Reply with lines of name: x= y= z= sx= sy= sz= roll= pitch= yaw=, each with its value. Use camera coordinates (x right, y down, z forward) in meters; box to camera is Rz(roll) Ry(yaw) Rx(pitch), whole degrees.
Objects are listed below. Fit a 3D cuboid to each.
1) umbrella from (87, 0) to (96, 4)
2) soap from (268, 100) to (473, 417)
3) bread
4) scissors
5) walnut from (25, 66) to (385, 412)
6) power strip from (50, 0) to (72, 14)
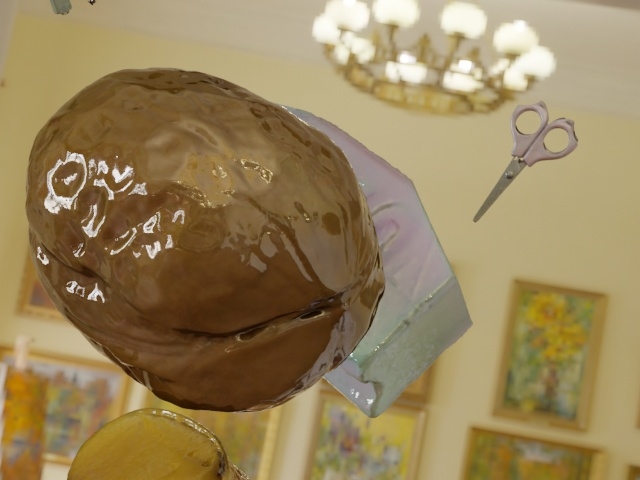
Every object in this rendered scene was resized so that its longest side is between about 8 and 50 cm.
umbrella: x=-0.314 y=-0.375 z=2.004 sx=0.020 sy=0.083 sz=0.031 roll=17 pitch=18 yaw=-37
soap: x=0.000 y=0.000 z=1.886 sx=0.446 sy=0.261 sz=0.156 roll=39 pitch=-17 yaw=32
bread: x=-0.176 y=0.304 z=1.593 sx=0.269 sy=0.195 sz=0.143 roll=31 pitch=-28 yaw=52
scissors: x=0.265 y=-0.100 z=1.894 sx=0.100 sy=0.189 sz=0.015 roll=37 pitch=0 yaw=18
walnut: x=-0.126 y=-0.005 z=1.460 sx=0.398 sy=0.354 sz=0.308 roll=26 pitch=45 yaw=29
power strip: x=-0.402 y=-0.383 z=2.127 sx=0.027 sy=0.083 sz=0.017 roll=-27 pitch=24 yaw=-28
